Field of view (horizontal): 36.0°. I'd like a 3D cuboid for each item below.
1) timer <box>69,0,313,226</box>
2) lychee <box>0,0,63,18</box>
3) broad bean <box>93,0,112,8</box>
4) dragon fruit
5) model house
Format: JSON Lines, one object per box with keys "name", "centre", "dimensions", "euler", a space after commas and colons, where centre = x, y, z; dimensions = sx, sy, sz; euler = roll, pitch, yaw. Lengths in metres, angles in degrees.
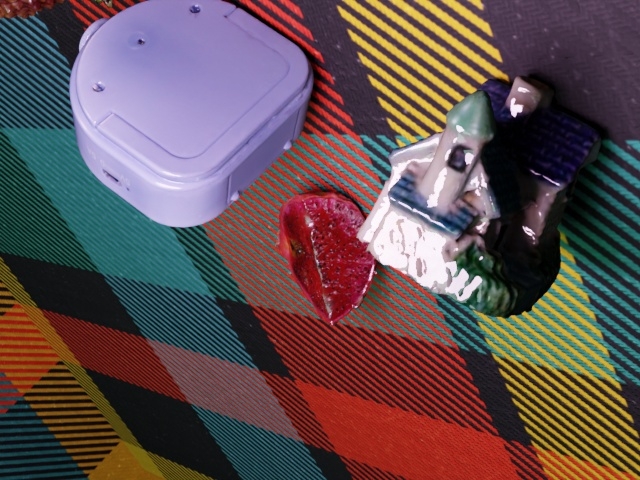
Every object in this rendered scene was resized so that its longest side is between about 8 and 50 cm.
{"name": "timer", "centre": [-0.235, -0.232, 1.625], "dimensions": [0.395, 0.395, 0.173], "euler": [35, 152, 13]}
{"name": "lychee", "centre": [-0.545, -0.533, 1.692], "dimensions": [0.306, 0.330, 0.306], "euler": [5, 129, 7]}
{"name": "broad bean", "centre": [-0.502, -0.511, 1.900], "dimensions": [0.254, 0.046, 0.065], "euler": [26, 159, 24]}
{"name": "dragon fruit", "centre": [0.000, 0.000, 1.896], "dimensions": [0.211, 0.134, 0.262], "euler": [22, 130, 52]}
{"name": "model house", "centre": [0.233, -0.080, 1.344], "dimensions": [0.243, 0.298, 0.284], "euler": [27, 110, 22]}
